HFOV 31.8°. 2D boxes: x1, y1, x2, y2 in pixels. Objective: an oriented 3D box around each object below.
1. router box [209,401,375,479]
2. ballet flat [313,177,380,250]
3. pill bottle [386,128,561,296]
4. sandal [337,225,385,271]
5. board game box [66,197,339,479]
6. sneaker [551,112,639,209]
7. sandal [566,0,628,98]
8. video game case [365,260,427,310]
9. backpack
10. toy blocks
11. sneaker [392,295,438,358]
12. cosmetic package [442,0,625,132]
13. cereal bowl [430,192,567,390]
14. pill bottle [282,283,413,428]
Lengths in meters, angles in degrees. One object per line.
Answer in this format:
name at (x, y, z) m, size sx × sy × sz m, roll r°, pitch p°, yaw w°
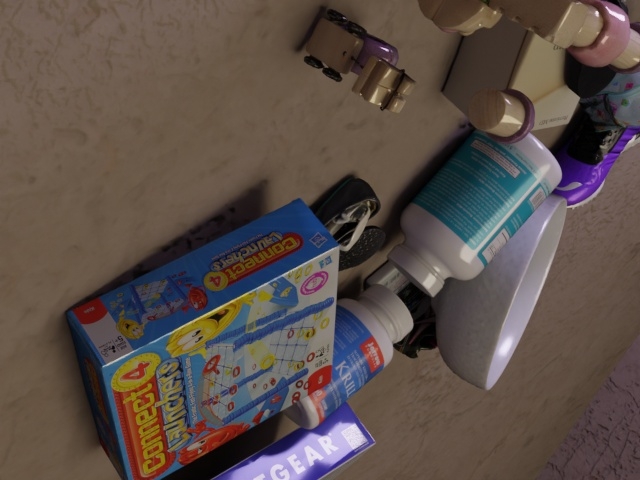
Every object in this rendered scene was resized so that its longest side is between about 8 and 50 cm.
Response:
router box at (-0.118, 0.401, 1.683) m, size 0.335 × 0.082 × 0.301 m, roll -24°, pitch 162°, yaw -41°
ballet flat at (0.000, 0.000, 1.443) m, size 0.203 × 0.074 × 0.074 m, roll -42°, pitch 153°, yaw -15°
pill bottle at (0.216, -0.044, 1.639) m, size 0.264 × 0.146 × 0.146 m, roll -48°, pitch 154°, yaw -4°
sandal at (0.007, 0.017, 1.524) m, size 0.179 × 0.040 × 0.067 m, roll -24°, pitch 141°, yaw -17°
board game box at (-0.129, 0.133, 1.345) m, size 0.302 × 0.086 × 0.308 m, roll -28°, pitch 148°, yaw -21°
sneaker at (0.477, -0.187, 1.928) m, size 0.293 × 0.102 × 0.146 m, roll -45°, pitch 150°, yaw -19°
sandal at (0.342, -0.264, 1.368) m, size 0.097 × 0.054 × 0.254 m, roll -37°, pitch 145°, yaw -5°
video game case at (0.144, 0.060, 1.807) m, size 0.190 × 0.022 × 0.173 m, roll -39°, pitch 152°, yaw -23°
backpack at (0.504, -0.258, 1.759) m, size 0.166 × 0.188 × 0.144 m, roll -41°, pitch 115°, yaw -14°
toy blocks at (0.209, -0.247, 1.192) m, size 0.260 × 0.288 × 0.309 m, roll 7°, pitch 117°, yaw -54°
sneaker at (0.188, 0.150, 1.932) m, size 0.178 × 0.077 × 0.072 m, roll -33°, pitch 151°, yaw -32°
cosmetic package at (0.290, -0.295, 1.433) m, size 0.160 × 0.113 × 0.309 m, roll -14°, pitch 137°, yaw -34°
cereal bowl at (0.278, 0.064, 1.840) m, size 0.339 × 0.141 × 0.339 m, roll -55°, pitch 159°, yaw -33°
pill bottle at (0.027, 0.162, 1.642) m, size 0.221 × 0.124 × 0.124 m, roll -39°, pitch 152°, yaw -22°
